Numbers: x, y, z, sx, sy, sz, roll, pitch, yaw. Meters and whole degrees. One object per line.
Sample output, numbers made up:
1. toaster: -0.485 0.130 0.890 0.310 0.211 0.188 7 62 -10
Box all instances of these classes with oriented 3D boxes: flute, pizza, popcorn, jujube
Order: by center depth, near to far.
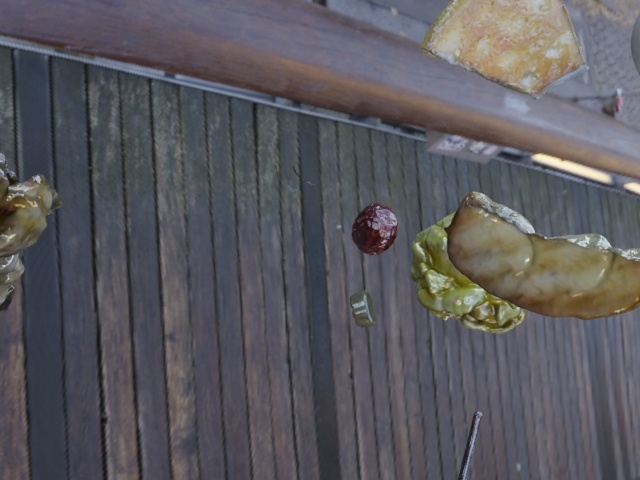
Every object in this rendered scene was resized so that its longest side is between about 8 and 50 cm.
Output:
1. pizza: 0.243 -0.273 0.928 0.204 0.080 0.188 -31 102 3
2. flute: 0.193 0.356 0.954 0.014 0.014 0.269 -13 118 -45
3. jujube: 0.090 -0.018 1.093 0.077 0.129 0.077 1 79 -6
4. popcorn: 0.275 0.062 1.270 0.259 0.212 0.259 -6 90 -82

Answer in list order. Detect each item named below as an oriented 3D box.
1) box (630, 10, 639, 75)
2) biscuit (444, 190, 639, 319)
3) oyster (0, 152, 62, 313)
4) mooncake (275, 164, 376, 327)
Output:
1. box: 0.463 -0.134 0.584 0.141 0.289 0.349 86 -8 -45
2. biscuit: 0.313 0.034 0.966 0.045 0.299 0.154 -32 134 -41
3. oyster: -0.217 0.015 0.397 0.129 0.345 0.078 -14 83 -24
4. mooncake: 0.012 -0.006 1.133 0.057 0.346 0.150 -25 128 -3
